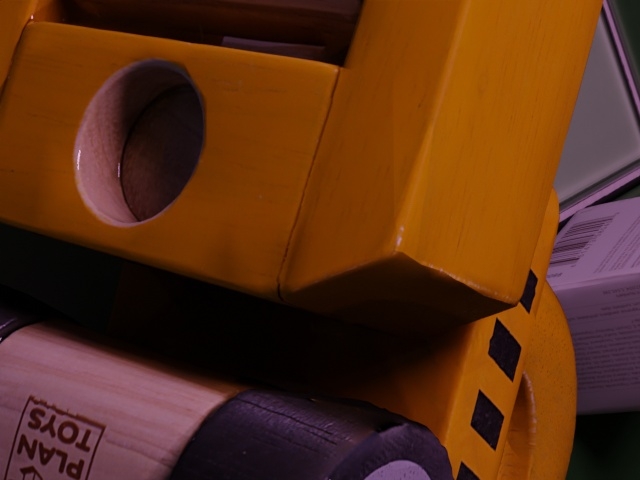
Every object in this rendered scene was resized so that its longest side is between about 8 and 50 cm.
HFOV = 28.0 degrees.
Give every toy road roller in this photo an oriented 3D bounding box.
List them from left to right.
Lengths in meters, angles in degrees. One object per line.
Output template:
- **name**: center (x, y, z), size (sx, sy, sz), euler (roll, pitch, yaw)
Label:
- **toy road roller**: center (0.000, 0.000, 0.480), size (0.240, 0.202, 0.330), euler (17, 87, -55)

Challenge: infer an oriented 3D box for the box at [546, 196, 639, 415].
- **box**: center (0.180, 0.034, 0.721), size (0.101, 0.102, 0.087), euler (-42, 111, -41)
